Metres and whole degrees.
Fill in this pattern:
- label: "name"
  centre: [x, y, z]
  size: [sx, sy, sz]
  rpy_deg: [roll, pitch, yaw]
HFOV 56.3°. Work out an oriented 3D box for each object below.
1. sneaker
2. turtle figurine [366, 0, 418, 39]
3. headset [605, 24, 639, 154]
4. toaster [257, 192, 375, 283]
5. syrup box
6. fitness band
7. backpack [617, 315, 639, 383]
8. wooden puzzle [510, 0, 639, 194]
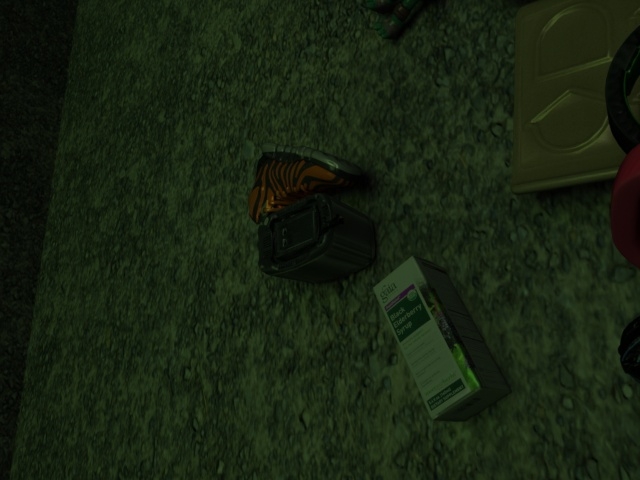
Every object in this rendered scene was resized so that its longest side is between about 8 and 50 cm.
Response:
- label: "sneaker"
  centre: [-0.040, -0.096, 1.224]
  size: [0.321, 0.125, 0.179]
  rpy_deg: [20, 93, 58]
- label: "turtle figurine"
  centre: [0.184, -0.506, 1.140]
  size: [0.234, 0.118, 0.175]
  rpy_deg: [-44, 32, 45]
- label: "headset"
  centre: [0.504, -0.133, 0.604]
  size: [0.394, 0.185, 0.243]
  rpy_deg: [22, 75, 40]
- label: "toaster"
  centre: [0.000, 0.000, 1.110]
  size: [0.227, 0.147, 0.129]
  rpy_deg: [-24, 60, 38]
- label: "syrup box"
  centre: [0.179, 0.147, 0.915]
  size: [0.093, 0.096, 0.236]
  rpy_deg: [-43, 50, 26]
- label: "fitness band"
  centre: [0.410, -0.016, 0.609]
  size: [0.209, 0.291, 0.054]
  rpy_deg: [13, 70, 31]
- label: "backpack"
  centre: [0.432, 0.109, 0.632]
  size: [0.158, 0.117, 0.173]
  rpy_deg: [41, 113, 13]
- label: "wooden puzzle"
  centre: [0.430, -0.233, 0.826]
  size: [0.322, 0.081, 0.347]
  rpy_deg: [-8, 65, 43]
